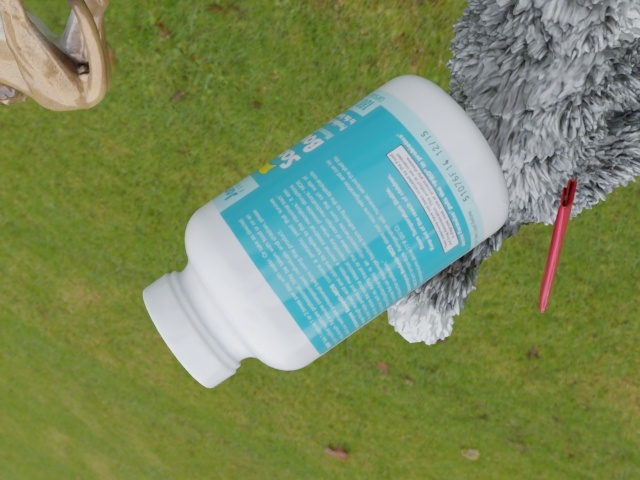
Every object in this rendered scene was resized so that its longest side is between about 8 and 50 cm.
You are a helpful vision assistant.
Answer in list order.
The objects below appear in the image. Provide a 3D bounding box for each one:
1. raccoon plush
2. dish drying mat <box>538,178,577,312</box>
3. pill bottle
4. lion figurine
[{"bbox_3d":[0.162,-0.093,0.554,0.216,0.446,0.299,23,-175,32],"label":"raccoon plush"},{"bbox_3d":[0.144,0.004,0.399,0.008,0.032,0.083,12,132,18],"label":"dish drying mat"},{"bbox_3d":[0.000,0.000,0.500,0.146,0.264,0.146,55,175,7],"label":"pill bottle"},{"bbox_3d":[-0.338,-0.223,0.734,0.392,0.142,0.240,34,145,38],"label":"lion figurine"}]
